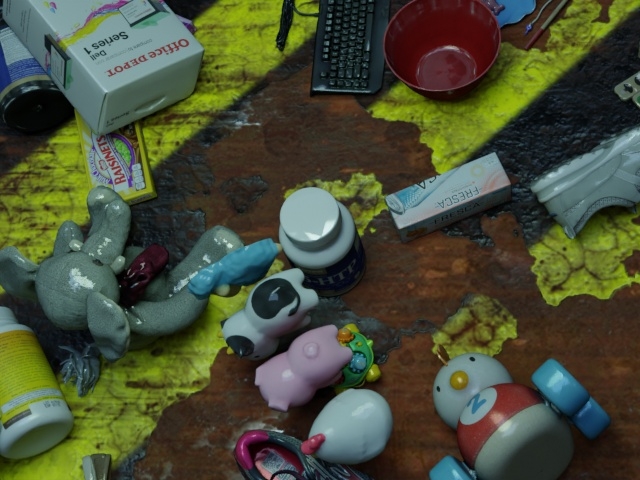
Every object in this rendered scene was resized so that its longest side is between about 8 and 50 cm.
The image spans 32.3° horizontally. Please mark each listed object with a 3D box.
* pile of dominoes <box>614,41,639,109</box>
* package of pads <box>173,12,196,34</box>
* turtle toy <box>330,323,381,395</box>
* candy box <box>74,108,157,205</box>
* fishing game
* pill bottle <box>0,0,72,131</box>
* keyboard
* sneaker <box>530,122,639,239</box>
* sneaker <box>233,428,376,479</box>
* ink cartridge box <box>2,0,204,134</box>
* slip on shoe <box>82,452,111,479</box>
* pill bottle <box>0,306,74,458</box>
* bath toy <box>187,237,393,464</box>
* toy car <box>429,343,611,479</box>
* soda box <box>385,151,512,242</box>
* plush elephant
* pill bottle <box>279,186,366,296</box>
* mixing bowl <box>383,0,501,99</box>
[{"bbox_3d":[0.600,-0.245,1.677,0.251,0.040,0.196,34,77,23],"label":"pile of dominoes"},{"bbox_3d":[-0.261,-0.366,1.901,0.083,0.032,0.050,27,77,20],"label":"package of pads"},{"bbox_3d":[0.019,0.177,1.588,0.130,0.066,0.095,-33,64,8],"label":"turtle toy"},{"bbox_3d":[-0.340,-0.147,1.823,0.105,0.027,0.205,-19,64,6],"label":"candy box"},{"bbox_3d":[0.280,-0.432,1.822,0.264,0.041,0.189,37,80,22],"label":"fishing game"},{"bbox_3d":[-0.503,-0.303,1.870,0.123,0.123,0.219,-23,64,0],"label":"pill bottle"},{"bbox_3d":[0.015,-0.385,1.857,0.202,0.033,0.317,1,66,11],"label":"keyboard"},{"bbox_3d":[0.451,-0.099,1.629,0.281,0.105,0.115,-26,93,-3],"label":"sneaker"},{"bbox_3d":[0.010,0.352,1.491,0.299,0.112,0.120,22,73,18],"label":"sneaker"},{"bbox_3d":[-0.352,-0.335,1.796,0.201,0.117,0.278,-31,73,-32],"label":"ink cartridge box"},{"bbox_3d":[-0.312,0.370,1.583,0.041,0.051,0.135,-11,59,-7],"label":"slip on shoe"},{"bbox_3d":[-0.458,0.207,1.641,0.117,0.117,0.215,-30,65,-3],"label":"pill bottle"},{"bbox_3d":[-0.043,0.165,1.506,0.129,0.151,0.348,-19,60,-34],"label":"bath toy"},{"bbox_3d":[0.215,0.218,1.474,0.219,0.210,0.238,-45,53,3],"label":"toy car"},{"bbox_3d":[0.194,-0.064,1.667,0.183,0.058,0.063,-22,65,0],"label":"soda box"},{"bbox_3d":[-0.312,0.052,1.596,0.272,0.255,0.330,26,76,14],"label":"plush elephant"},{"bbox_3d":[0.000,0.000,1.604,0.112,0.186,0.112,-4,66,10],"label":"pill bottle"},{"bbox_3d":[0.195,-0.289,1.742,0.182,0.098,0.181,-4,65,9],"label":"mixing bowl"}]
